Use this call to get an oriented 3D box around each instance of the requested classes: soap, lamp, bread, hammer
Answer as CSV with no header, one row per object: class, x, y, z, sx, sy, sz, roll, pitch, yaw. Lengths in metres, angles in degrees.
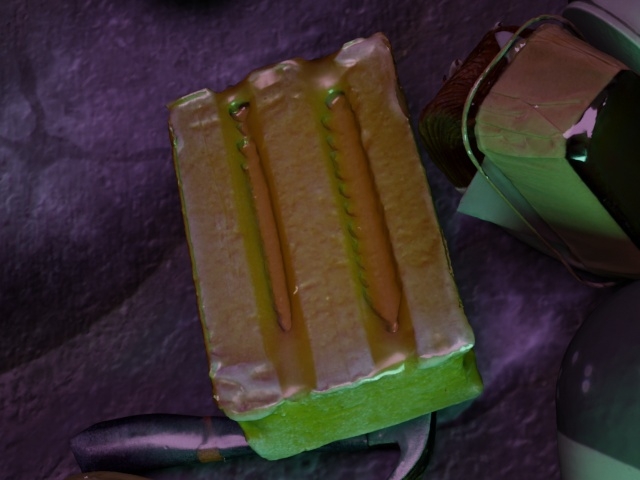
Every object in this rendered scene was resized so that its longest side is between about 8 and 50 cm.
soap,0.000,0.000,1.318,0.199,0.091,0.315,-19,55,7
lamp,0.212,0.165,1.160,0.182,0.182,0.314,35,87,27
bread,0.172,-0.058,1.247,0.142,0.224,0.212,-53,34,-13
hammer,-0.053,0.157,1.316,0.290,0.037,0.137,-7,63,12

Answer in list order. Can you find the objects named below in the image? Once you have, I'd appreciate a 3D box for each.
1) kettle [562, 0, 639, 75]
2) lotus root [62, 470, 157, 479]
kettle,0.375,-0.180,1.278,0.318,0.265,0.205,-41,30,-5
lotus root,-0.150,0.222,1.290,0.183,0.077,0.090,7,83,20
